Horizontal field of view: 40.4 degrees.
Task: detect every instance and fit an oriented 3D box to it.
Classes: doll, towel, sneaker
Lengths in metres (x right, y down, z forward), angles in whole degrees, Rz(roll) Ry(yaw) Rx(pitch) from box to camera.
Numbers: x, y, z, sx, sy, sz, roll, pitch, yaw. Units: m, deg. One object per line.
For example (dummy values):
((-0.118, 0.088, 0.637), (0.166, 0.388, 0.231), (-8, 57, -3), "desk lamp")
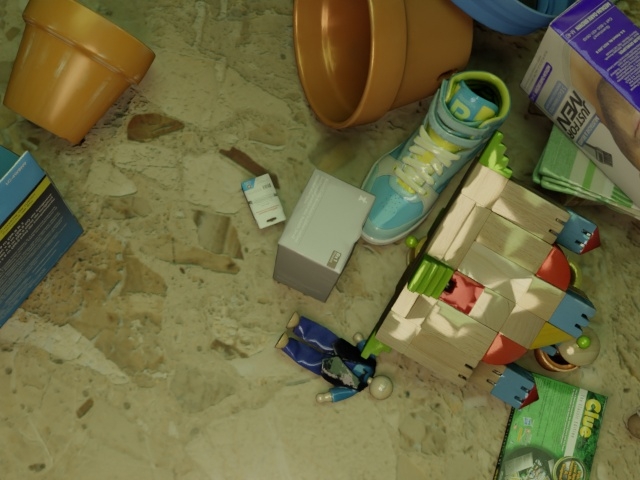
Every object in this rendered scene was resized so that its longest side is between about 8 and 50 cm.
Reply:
((0.024, 0.188, 1.319), (0.189, 0.046, 0.129), (29, 65, -1), "doll")
((0.524, -0.137, 1.377), (0.325, 0.038, 0.248), (22, 73, 6), "towel")
((0.170, -0.141, 1.340), (0.127, 0.208, 0.319), (38, 76, 6), "sneaker")

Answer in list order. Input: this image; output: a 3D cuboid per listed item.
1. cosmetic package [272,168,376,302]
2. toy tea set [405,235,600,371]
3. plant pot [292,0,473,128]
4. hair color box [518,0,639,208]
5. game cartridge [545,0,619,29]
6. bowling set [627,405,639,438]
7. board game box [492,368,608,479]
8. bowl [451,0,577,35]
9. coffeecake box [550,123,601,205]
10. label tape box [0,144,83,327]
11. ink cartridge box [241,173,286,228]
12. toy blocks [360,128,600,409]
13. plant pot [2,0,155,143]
((0.000, 0.000, 1.273), (0.107, 0.238, 0.127), (25, 73, 4), "cosmetic package")
((0.302, 0.051, 1.333), (0.336, 0.124, 0.200), (38, 75, 8), "toy tea set")
((0.104, -0.330, 1.370), (0.203, 0.291, 0.291), (-9, 74, -22), "plant pot")
((0.459, -0.180, 1.272), (0.110, 0.185, 0.339), (-39, 76, -13), "hair color box")
((0.402, -0.503, 1.541), (0.196, 0.060, 0.294), (-42, 80, -10), "game cartridge")
((0.615, 0.298, 1.262), (0.200, 0.154, 0.287), (-43, 81, -13), "bowling set")
((0.335, 0.337, 1.302), (0.136, 0.030, 0.260), (18, 74, 5), "board game box")
((0.250, -0.491, 1.360), (0.391, 0.077, 0.391), (22, 51, -31), "bowl")
((0.485, -0.135, 1.427), (0.185, 0.068, 0.142), (-2, 75, -4), "coffeecake box")
((-0.474, 0.003, 1.189), (0.115, 0.348, 0.249), (36, 75, 7), "label tape box")
((-0.091, -0.059, 1.394), (0.048, 0.028, 0.083), (-20, 75, -8), "ink cartridge box")
((0.262, 0.071, 1.236), (0.261, 0.191, 0.381), (29, 103, 2), "toy blocks")
((-0.394, -0.262, 1.363), (0.205, 0.205, 0.188), (29, 89, 5), "plant pot")
